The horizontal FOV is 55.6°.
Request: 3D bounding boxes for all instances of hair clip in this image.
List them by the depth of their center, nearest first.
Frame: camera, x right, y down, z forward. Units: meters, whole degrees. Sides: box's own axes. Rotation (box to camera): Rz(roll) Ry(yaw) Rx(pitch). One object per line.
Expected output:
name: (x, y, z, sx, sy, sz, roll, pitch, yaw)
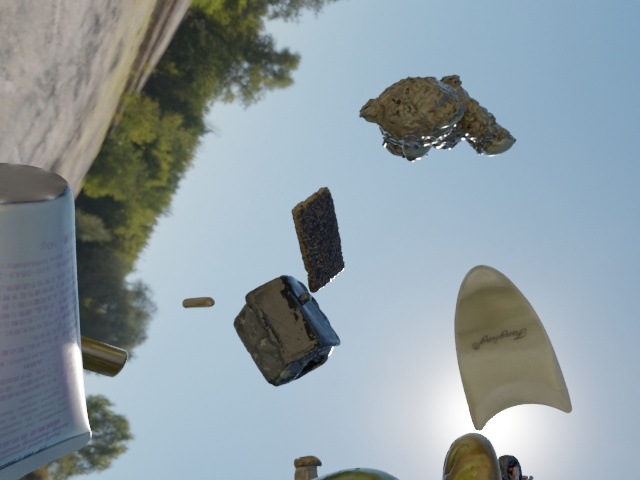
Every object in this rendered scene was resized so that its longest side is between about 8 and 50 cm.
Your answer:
hair clip: (0.330, 0.182, 1.112, 0.172, 0.113, 0.282, -16, -136, 14)

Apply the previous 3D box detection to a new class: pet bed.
pet bed: (-0.069, 0.200, 1.401, 0.211, 0.183, 0.159, 55, -49, 22)

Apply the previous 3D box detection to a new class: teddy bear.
teddy bear: (0.198, -0.220, 1.097, 0.267, 0.256, 0.156, 5, -76, 31)

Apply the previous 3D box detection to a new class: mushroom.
mushroom: (-0.035, 0.686, 1.607, 0.093, 0.116, 0.225, 142, -65, -66)

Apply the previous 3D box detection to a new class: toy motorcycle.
toy motorcycle: (0.463, 0.690, 1.508, 0.089, 0.171, 0.298, -18, -146, 41)

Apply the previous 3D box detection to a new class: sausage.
sausage: (-0.250, 0.128, 1.253, 0.132, 0.024, 0.024, -11, -130, 53)

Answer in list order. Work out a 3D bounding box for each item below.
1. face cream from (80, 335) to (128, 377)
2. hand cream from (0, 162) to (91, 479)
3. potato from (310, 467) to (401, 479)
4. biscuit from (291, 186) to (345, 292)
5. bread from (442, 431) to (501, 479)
face cream: (-0.599, 0.244, 1.402, 0.139, 0.285, 0.067, -32, -140, 52)
hand cream: (-0.327, 0.103, 0.645, 0.118, 0.185, 0.359, 19, -70, 31)
potato: (0.021, 0.474, 0.941, 0.304, 0.216, 0.216, -19, -144, 19)
biscuit: (0.000, 0.000, 1.403, 0.025, 0.231, 0.131, 14, -140, 37)
bread: (0.280, 0.468, 1.134, 0.213, 0.104, 0.213, -2, 90, -86)
